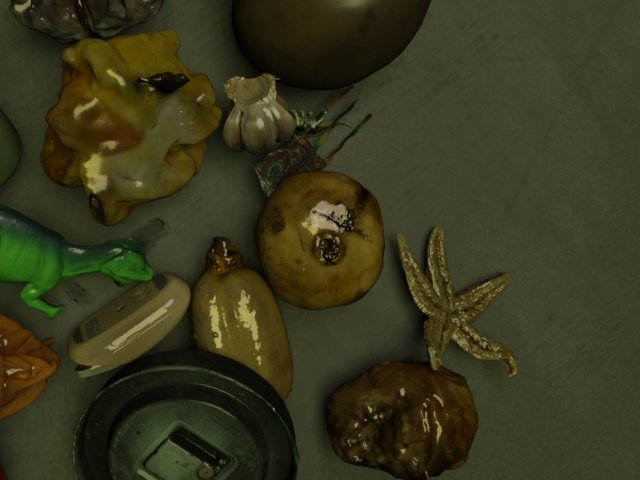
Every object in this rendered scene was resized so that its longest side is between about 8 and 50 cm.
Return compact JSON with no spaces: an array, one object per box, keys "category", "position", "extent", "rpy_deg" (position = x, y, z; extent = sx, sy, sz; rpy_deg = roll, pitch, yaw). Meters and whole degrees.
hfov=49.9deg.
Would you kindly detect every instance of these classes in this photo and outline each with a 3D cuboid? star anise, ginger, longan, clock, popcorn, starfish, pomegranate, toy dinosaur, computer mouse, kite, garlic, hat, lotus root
[{"category":"star anise","position":[-0.355,-0.396,1.150],"extent":[0.359,0.316,0.139],"rpy_deg":[1,126,19]},{"category":"ginger","position":[0.171,0.336,1.339],"extent":[0.223,0.269,0.201],"rpy_deg":[-7,103,-57]},{"category":"longan","position":[0.022,-0.460,1.204],"extent":[0.336,0.404,0.405],"rpy_deg":[22,83,-53]},{"category":"clock","position":[-0.228,0.366,1.192],"extent":[0.386,0.076,0.386],"rpy_deg":[1,110,2]},{"category":"popcorn","position":[-0.327,-0.203,1.147],"extent":[0.315,0.281,0.297],"rpy_deg":[-36,133,-6]},{"category":"starfish","position":[0.269,0.144,1.392],"extent":[0.375,0.094,0.327],"rpy_deg":[39,50,-12]},{"category":"pomegranate","position":[0.000,0.000,1.251],"extent":[0.260,0.260,0.261],"rpy_deg":[0,91,-17]},{"category":"toy dinosaur","position":[-0.505,-0.039,1.035],"extent":[0.374,0.500,0.144],"rpy_deg":[-11,52,2]},{"category":"computer mouse","position":[-0.329,0.148,1.201],"extent":[0.236,0.145,0.082],"rpy_deg":[-37,116,-15]},{"category":"kite","position":[-0.008,-0.181,1.337],"extent":[0.285,0.015,0.152],"rpy_deg":[-47,136,-14]},{"category":"garlic","position":[-0.117,-0.201,1.241],"extent":[0.131,0.194,0.127],"rpy_deg":[-15,70,-13]},{"category":"toy dinosaur","position":[-0.021,-0.234,1.349],"extent":[0.180,0.037,0.058],"rpy_deg":[-7,116,-10]},{"category":"hat","position":[-0.521,0.186,1.121],"extent":[0.233,0.233,0.244],"rpy_deg":[-41,83,19]},{"category":"lotus root","position":[-0.150,0.159,1.255],"extent":[0.169,0.151,0.343],"rpy_deg":[-14,95,-1]}]

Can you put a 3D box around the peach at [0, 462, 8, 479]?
[{"category":"peach","position":[-0.609,0.401,1.098],"extent":[0.197,0.197,0.198],"rpy_deg":[0,91,-17]}]

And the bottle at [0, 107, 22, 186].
[{"category":"bottle","position":[-0.580,-0.203,1.003],"extent":[0.168,0.347,0.169],"rpy_deg":[0,66,1]}]
